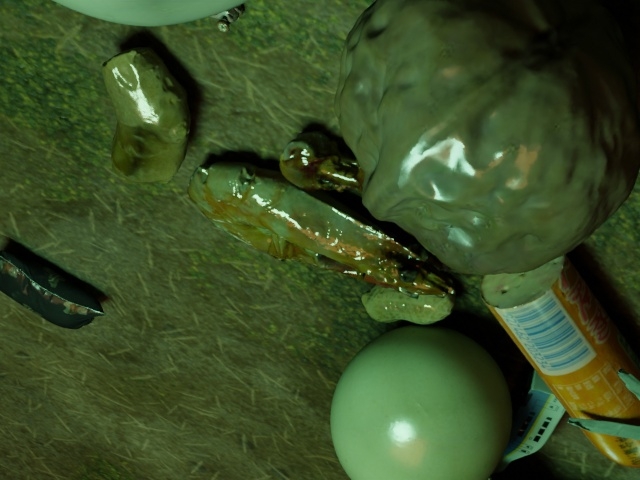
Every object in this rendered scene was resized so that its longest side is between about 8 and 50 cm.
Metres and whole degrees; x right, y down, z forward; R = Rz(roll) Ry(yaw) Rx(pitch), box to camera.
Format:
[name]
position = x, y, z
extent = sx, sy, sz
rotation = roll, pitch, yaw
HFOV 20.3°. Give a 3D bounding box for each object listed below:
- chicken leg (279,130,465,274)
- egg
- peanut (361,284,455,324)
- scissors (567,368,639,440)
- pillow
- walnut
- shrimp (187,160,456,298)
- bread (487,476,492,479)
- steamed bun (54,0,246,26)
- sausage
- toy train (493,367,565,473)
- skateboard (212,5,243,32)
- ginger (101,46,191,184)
[chicken leg]
position = 0.078, -0.046, 1.683
extent = 0.251, 0.087, 0.107
rotation = 22, 126, 17
[egg]
position = 0.102, 0.190, 1.882
extent = 0.188, 0.189, 0.254
rotation = 25, 155, 0
[peanut]
position = 0.090, 0.063, 1.841
extent = 0.113, 0.054, 0.054
rotation = -2, 138, 39
[scissors]
position = 0.366, 0.197, 1.779
extent = 0.247, 0.017, 0.144
rotation = 24, 121, -25
[pillow]
position = -0.328, 0.060, 2.105
extent = 0.150, 0.048, 0.090
rotation = 31, 144, -12
[walnut]
position = 0.132, -0.099, 1.433
extent = 0.273, 0.227, 0.273
rotation = 18, 152, 10
[shrimp]
position = 0.001, -0.001, 1.805
extent = 0.294, 0.062, 0.154
rotation = 25, 157, 11
[bread]
position = 0.106, 0.352, 2.019
extent = 0.045, 0.301, 0.301
rotation = 12, 155, -31
[steamed bun]
position = -0.126, -0.320, 1.222
extent = 0.334, 0.334, 0.374
rotation = 19, 147, 8
[sausage]
position = 0.271, 0.131, 1.781
extent = 0.093, 0.093, 0.312
rotation = -7, 135, 39
[toy train]
position = 0.223, 0.201, 1.943
extent = 0.051, 0.052, 0.234
rotation = 19, 146, 1
[skateboard]
position = -0.102, -0.230, 1.585
extent = 0.064, 0.032, 0.083
rotation = 26, 151, 17
[ginger]
position = -0.169, -0.119, 1.740
extent = 0.095, 0.069, 0.190
rotation = 16, 145, 4
